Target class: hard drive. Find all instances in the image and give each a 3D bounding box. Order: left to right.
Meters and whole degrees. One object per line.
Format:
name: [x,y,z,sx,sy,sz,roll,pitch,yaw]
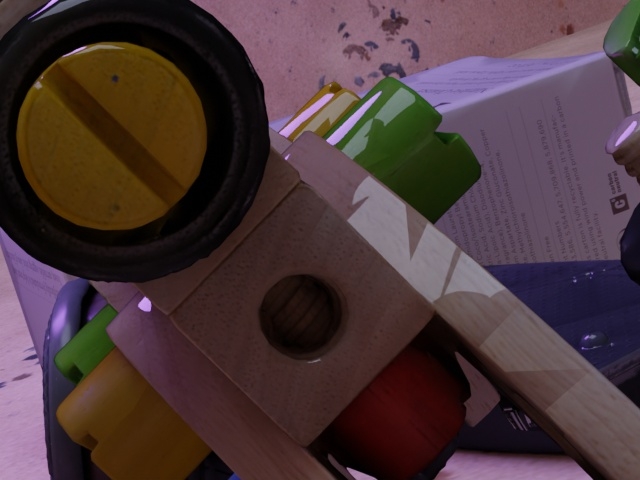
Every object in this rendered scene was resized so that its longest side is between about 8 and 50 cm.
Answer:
hard drive: [0.112,0.057,0.893,0.172,0.054,0.255,-23,12,-34]

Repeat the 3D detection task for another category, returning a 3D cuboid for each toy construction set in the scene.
toy construction set: [-0.047,0.029,0.437,0.309,0.237,0.257,-42,17,21]

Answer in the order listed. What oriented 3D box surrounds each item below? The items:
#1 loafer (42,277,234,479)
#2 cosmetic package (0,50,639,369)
loafer: [-0.047,0.079,0.687,0.095,0.109,0.302,-3,-15,0]
cosmetic package: [0.000,0.000,1.117,0.385,0.156,0.217,-19,11,-21]
